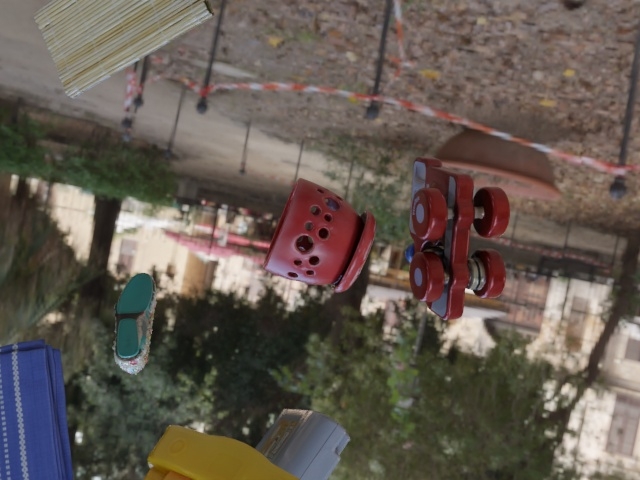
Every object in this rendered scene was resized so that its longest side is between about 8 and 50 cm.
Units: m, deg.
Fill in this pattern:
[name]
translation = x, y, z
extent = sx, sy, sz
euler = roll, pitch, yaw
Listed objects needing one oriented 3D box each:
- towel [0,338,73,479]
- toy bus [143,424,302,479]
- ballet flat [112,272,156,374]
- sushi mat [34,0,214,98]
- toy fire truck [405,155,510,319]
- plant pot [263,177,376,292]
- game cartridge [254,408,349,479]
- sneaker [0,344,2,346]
[towel]
translation = -0.464, 0.265, 0.975
extent = 0.335, 0.243, 0.040
euler = -11, 168, 0
[toy bus]
translation = -0.070, 0.256, 0.498
extent = 0.149, 0.220, 0.211
euler = 15, -133, 34
[ballet flat]
translation = -0.394, 0.179, 1.732
extent = 0.091, 0.241, 0.077
euler = 0, 137, 2
[sushi mat]
translation = -0.309, -0.350, 1.259
extent = 0.316, 0.152, 0.019
euler = -21, -176, 29
[toy fire truck]
translation = 0.246, -0.007, 1.657
extent = 0.169, 0.302, 0.254
euler = -3, -166, -15
[plant pot]
translation = 0.000, 0.000, 1.559
extent = 0.174, 0.191, 0.191
euler = 24, 180, -7
[game cartridge]
translation = -0.063, 0.290, 0.953
extent = 0.062, 0.198, 0.297
euler = 41, 165, 0
[sneaker]
translation = -0.571, 0.220, 1.430
extent = 0.151, 0.094, 0.256
euler = 40, 155, 10
